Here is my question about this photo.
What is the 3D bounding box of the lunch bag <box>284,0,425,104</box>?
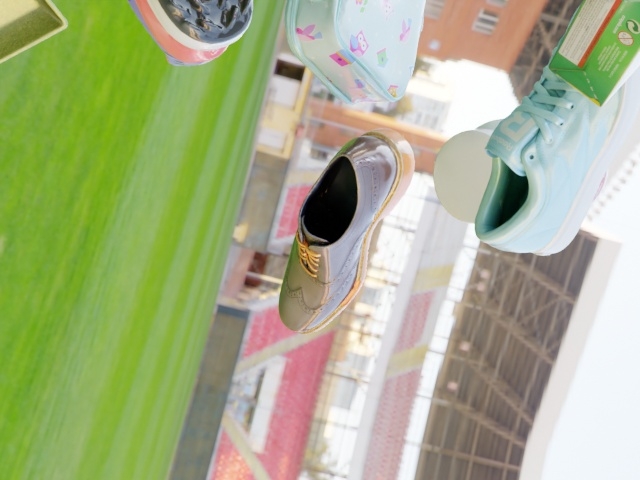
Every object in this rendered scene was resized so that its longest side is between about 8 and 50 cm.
[{"bbox_3d":[0.054,-0.353,1.265,0.224,0.108,0.279,33,63,-49],"label":"lunch bag"}]

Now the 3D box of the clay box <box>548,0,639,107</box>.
[{"bbox_3d":[0.251,-0.203,0.588,0.222,0.053,0.127,-47,168,-17],"label":"clay box"}]

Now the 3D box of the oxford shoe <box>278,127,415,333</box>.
[{"bbox_3d":[0.000,0.000,1.271,0.133,0.130,0.363,-21,142,-49],"label":"oxford shoe"}]

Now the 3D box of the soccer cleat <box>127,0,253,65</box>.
[{"bbox_3d":[-0.167,-0.298,0.758,0.318,0.109,0.116,63,-27,-5],"label":"soccer cleat"}]

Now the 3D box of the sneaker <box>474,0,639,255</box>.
[{"bbox_3d":[0.298,-0.142,1.144,0.135,0.150,0.365,39,-56,51],"label":"sneaker"}]

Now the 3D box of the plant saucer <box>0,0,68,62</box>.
[{"bbox_3d":[-0.434,-0.296,1.059,0.188,0.189,0.045,55,15,-44],"label":"plant saucer"}]

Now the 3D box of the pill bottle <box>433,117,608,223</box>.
[{"bbox_3d":[0.390,-0.134,1.722,0.363,0.210,0.210,-11,125,-47],"label":"pill bottle"}]
